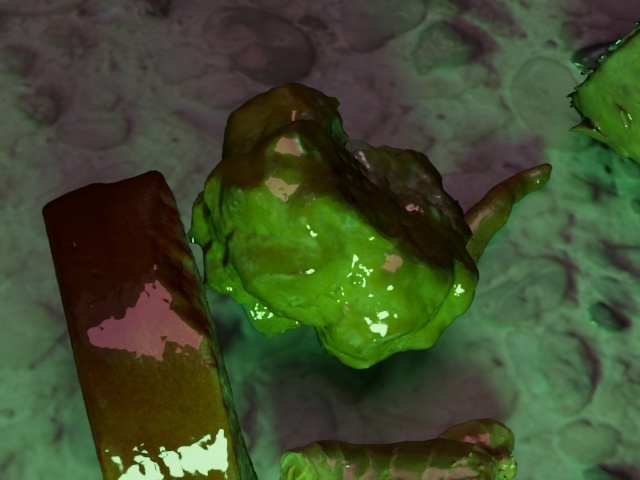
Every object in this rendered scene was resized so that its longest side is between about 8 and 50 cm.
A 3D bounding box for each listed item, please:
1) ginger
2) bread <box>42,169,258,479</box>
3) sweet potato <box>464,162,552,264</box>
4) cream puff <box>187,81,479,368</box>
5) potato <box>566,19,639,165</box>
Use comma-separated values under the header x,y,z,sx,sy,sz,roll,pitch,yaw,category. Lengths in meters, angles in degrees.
x,y,z,sx,sy,sz,roll,pitch,yaw,category
0.073,0.203,1.535,0.205,0.081,0.115,-12,48,-9,ginger
-0.132,0.104,1.480,0.114,0.295,0.328,-16,56,-4,bread
0.154,-0.019,1.717,0.044,0.044,0.179,29,60,20,sweet potato
0.000,-0.001,1.608,0.282,0.185,0.282,34,25,-18,cream puff
0.406,-0.115,1.672,0.301,0.289,0.237,-29,80,-18,potato
